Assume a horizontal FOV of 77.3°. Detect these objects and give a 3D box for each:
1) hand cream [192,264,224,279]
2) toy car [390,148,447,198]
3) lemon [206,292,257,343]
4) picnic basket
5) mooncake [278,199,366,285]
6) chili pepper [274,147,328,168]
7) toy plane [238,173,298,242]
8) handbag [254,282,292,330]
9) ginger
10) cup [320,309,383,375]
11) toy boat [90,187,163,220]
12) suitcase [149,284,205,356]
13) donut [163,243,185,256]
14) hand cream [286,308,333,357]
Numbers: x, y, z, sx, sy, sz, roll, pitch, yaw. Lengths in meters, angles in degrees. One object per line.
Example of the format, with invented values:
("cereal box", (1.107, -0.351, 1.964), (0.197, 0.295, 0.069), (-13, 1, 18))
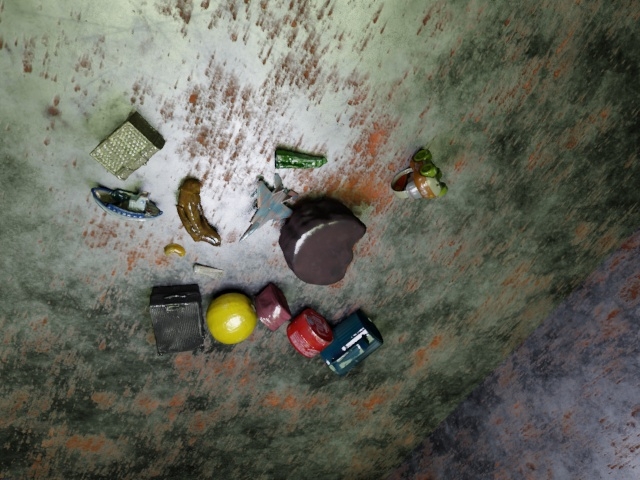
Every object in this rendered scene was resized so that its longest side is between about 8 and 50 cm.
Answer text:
("hand cream", (-0.525, 0.144, 1.872), (0.143, 0.039, 0.061), (20, 110, -35))
("toy car", (0.413, -0.257, 1.738), (0.235, 0.235, 0.145), (-36, 123, 10))
("lemon", (-0.407, 0.363, 1.913), (0.219, 0.240, 0.240), (-22, 126, 13))
("picnic basket", (-0.688, -0.335, 1.452), (0.196, 0.134, 0.154), (-35, 121, 10))
("mooncake", (0.000, 0.000, 1.786), (0.351, 0.212, 0.381), (23, 112, -41))
("chili pepper", (-0.077, -0.334, 1.651), (0.227, 0.059, 0.088), (-1, 118, -16))
("toy plane", (-0.243, -0.119, 1.706), (0.326, 0.104, 0.223), (-47, 122, -1))
("handbag", (-0.234, 0.323, 1.942), (0.135, 0.225, 0.146), (-41, 121, 4))
("ginger", (-0.520, -0.099, 1.669), (0.133, 0.107, 0.309), (-26, 128, -25))
("cup", (0.155, 0.546, 2.161), (0.292, 0.242, 0.308), (-40, 152, 10))
("toy boat", (-0.751, -0.153, 1.562), (0.262, 0.114, 0.115), (11, 132, -16))
("suitcase", (-0.681, 0.380, 1.919), (0.230, 0.152, 0.335), (-4, 121, -13))
("donut", (-0.644, 0.052, 1.775), (0.067, 0.038, 0.083), (-38, 122, 8))
("hand cream", (-0.056, 0.485, 2.090), (0.149, 0.230, 0.230), (-45, 122, 13))
